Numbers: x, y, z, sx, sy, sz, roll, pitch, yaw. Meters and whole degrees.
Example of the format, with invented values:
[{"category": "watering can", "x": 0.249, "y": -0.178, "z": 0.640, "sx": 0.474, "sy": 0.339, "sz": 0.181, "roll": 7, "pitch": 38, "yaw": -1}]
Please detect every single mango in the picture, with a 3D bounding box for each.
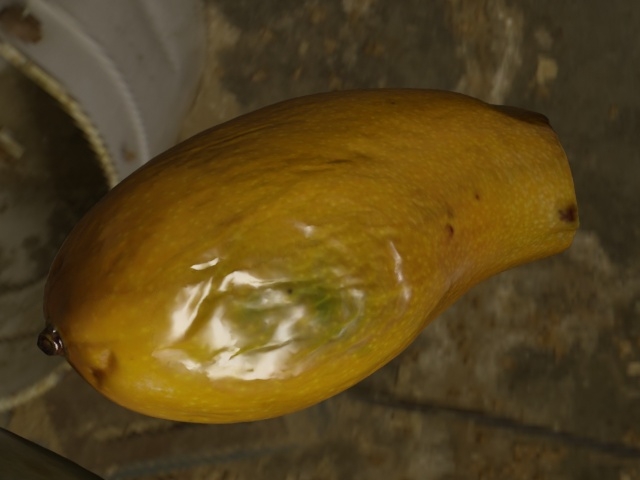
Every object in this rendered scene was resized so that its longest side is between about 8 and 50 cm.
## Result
[{"category": "mango", "x": -0.001, "y": -0.002, "z": 1.018, "sx": 0.187, "sy": 0.359, "sz": 0.144, "roll": 30, "pitch": 130, "yaw": 34}]

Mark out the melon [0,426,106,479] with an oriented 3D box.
[{"category": "melon", "x": -0.103, "y": 0.168, "z": 0.332, "sx": 0.268, "sy": 0.330, "sz": 0.269, "roll": -9, "pitch": 109, "yaw": -29}]
